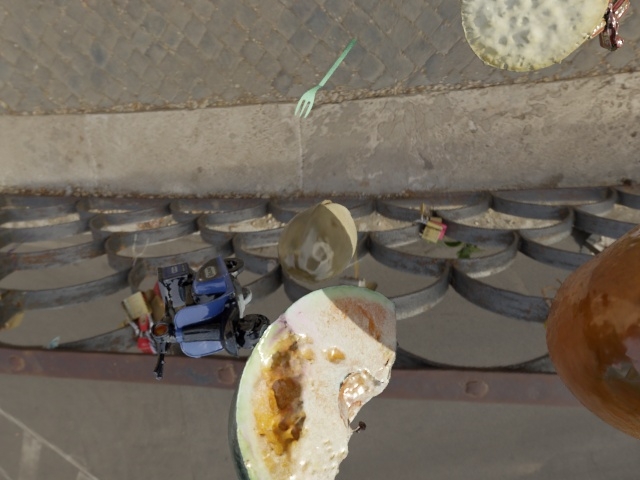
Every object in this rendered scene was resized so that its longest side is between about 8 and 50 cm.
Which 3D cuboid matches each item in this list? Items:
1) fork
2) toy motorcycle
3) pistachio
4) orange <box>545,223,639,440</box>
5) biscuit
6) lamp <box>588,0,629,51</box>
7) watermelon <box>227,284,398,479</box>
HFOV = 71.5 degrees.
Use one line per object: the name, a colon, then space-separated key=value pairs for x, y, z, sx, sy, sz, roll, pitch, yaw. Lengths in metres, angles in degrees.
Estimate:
fork: x=0.010 y=-0.363 z=0.995 sx=0.235 sy=0.039 sz=0.021 roll=-42 pitch=55 yaw=45
toy motorcycle: x=-0.233 y=0.139 z=0.899 sx=0.213 sy=0.358 sz=0.125 roll=-14 pitch=112 yaw=-16
pistachio: x=0.000 y=0.000 z=0.843 sx=0.138 sy=0.238 sz=0.153 roll=25 pitch=107 yaw=9
orange: x=0.391 y=0.095 z=0.460 sx=0.274 sy=0.274 sz=0.310 roll=45 pitch=122 yaw=-7
biscuit: x=0.224 y=-0.252 z=0.475 sx=0.152 sy=0.020 sz=0.152 roll=16 pitch=140 yaw=14
lamp: x=0.381 y=-0.300 z=0.585 sx=0.063 sy=0.031 sz=0.083 roll=12 pitch=99 yaw=-22
watermelon: x=-0.037 y=0.195 z=0.598 sx=0.175 sy=0.322 sz=0.188 roll=46 pitch=137 yaw=0
